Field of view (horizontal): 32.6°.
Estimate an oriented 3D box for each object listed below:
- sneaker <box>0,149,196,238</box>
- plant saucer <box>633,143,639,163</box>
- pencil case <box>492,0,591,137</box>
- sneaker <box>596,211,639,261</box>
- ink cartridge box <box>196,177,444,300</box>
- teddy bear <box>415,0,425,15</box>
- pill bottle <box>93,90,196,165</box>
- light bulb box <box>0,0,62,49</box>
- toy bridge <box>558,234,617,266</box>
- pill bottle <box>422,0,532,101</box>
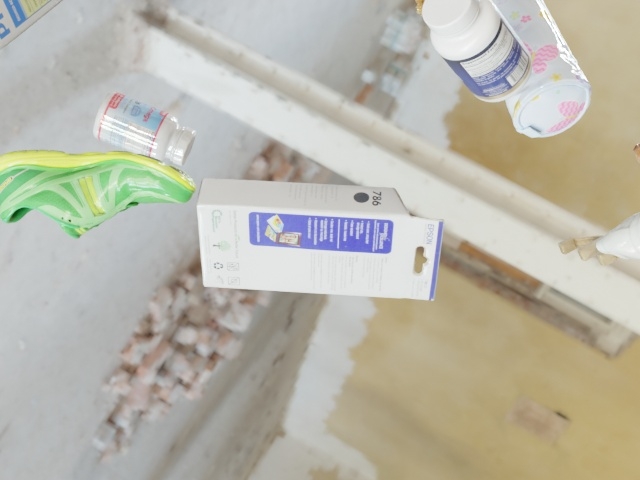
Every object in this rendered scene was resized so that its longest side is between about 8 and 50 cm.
[{"bbox_3d":[-0.317,-0.063,1.546,0.109,0.295,0.124,20,71,-81],"label":"sneaker"},{"bbox_3d":[0.317,-0.060,0.984,0.013,0.083,0.083,-59,172,19],"label":"plant saucer"},{"bbox_3d":[0.298,-0.280,1.614,0.124,0.273,0.113,-31,142,16],"label":"pencil case"},{"bbox_3d":[0.405,-0.003,1.246,0.094,0.212,0.080,-23,-113,53],"label":"sneaker"},{"bbox_3d":[0.000,0.000,1.510,0.065,0.332,0.165,-83,177,-46],"label":"ink cartridge box"},{"bbox_3d":[0.294,-0.510,1.868,0.113,0.245,0.338,21,77,-67],"label":"teddy bear"},{"bbox_3d":[-0.298,-0.187,1.860,0.087,0.160,0.087,-158,-90,-89],"label":"pill bottle"},{"bbox_3d":[-0.600,-0.547,1.870,0.361,0.225,0.358,-56,133,-44],"label":"light bulb box"},{"bbox_3d":[0.522,0.014,2.082,0.063,0.026,0.188,-27,-168,-9],"label":"toy bridge"},{"bbox_3d":[0.200,-0.259,1.411,0.169,0.094,0.094,38,80,-48],"label":"pill bottle"}]
